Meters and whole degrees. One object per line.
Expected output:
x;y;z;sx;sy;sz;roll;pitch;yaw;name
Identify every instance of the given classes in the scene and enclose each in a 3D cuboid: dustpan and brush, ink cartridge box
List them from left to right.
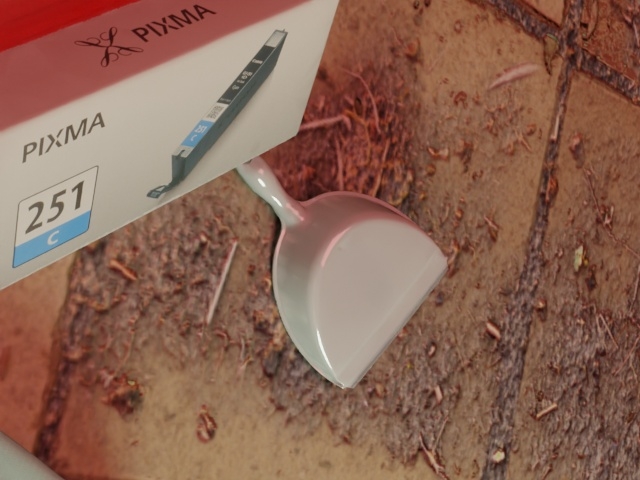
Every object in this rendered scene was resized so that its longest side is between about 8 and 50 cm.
-0.105;-0.124;0.732;0.296;0.066;0.261;-32;153;-38;ink cartridge box
0.000;0.000;0.954;0.147;0.060;0.211;-50;132;-14;dustpan and brush

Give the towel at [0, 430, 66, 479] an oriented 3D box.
-0.269;0.247;0.678;0.374;0.090;0.320;48;60;-35;towel
